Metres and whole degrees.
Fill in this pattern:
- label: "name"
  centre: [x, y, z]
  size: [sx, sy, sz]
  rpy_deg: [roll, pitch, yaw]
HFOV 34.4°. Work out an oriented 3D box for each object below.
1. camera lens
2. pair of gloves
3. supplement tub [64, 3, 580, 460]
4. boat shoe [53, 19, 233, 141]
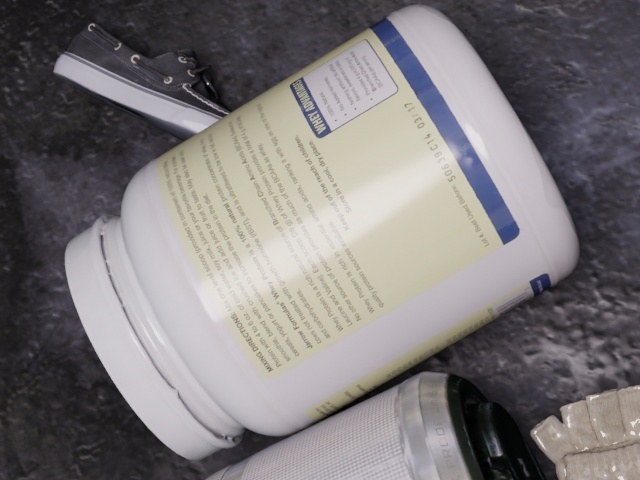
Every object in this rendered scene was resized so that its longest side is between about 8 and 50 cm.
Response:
- label: "camera lens"
  centre: [0.030, 0.234, 0.717]
  size: [0.274, 0.219, 0.219]
  rpy_deg: [-28, 72, 14]
- label: "pair of gloves"
  centre: [0.289, 0.172, 0.714]
  size: [0.240, 0.042, 0.204]
  rpy_deg: [-24, 74, 0]
- label: "supplement tub"
  centre: [0.000, 0.000, 0.781]
  size: [0.325, 0.235, 0.235]
  rpy_deg: [-31, 72, 5]
- label: "boat shoe"
  centre: [-0.138, -0.141, 0.938]
  size: [0.228, 0.080, 0.076]
  rpy_deg: [25, 85, 26]
